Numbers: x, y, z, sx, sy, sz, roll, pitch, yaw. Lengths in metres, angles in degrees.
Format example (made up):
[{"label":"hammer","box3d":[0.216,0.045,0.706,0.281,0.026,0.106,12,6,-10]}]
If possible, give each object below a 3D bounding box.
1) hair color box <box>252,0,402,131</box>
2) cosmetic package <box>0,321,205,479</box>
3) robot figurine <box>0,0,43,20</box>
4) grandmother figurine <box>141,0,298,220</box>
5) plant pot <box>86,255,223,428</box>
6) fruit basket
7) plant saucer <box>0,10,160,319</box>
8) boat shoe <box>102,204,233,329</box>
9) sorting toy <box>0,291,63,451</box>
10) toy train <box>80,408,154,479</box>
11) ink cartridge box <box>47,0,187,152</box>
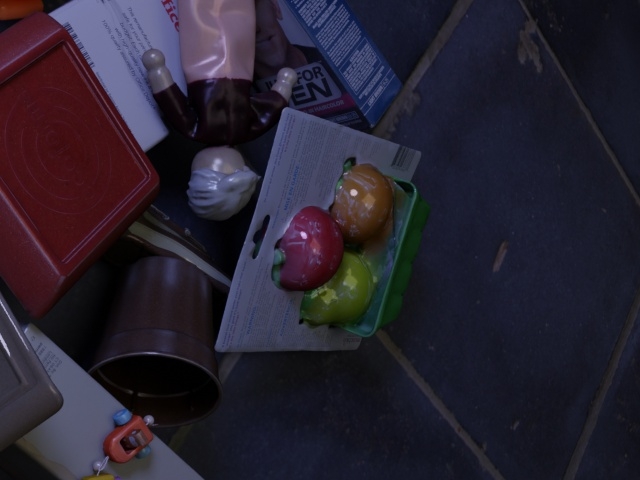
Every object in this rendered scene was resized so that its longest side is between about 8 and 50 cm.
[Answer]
[{"label":"hair color box","box3d":[-0.052,-0.309,1.401,0.347,0.173,0.105,52,55,-25]},{"label":"cosmetic package","box3d":[-0.292,0.232,1.120,0.309,0.160,0.113,50,56,-26]},{"label":"robot figurine","box3d":[-0.364,-0.352,1.148,0.219,0.128,0.158,-22,92,-41]},{"label":"grandmother figurine","box3d":[-0.125,-0.196,1.222,0.207,0.104,0.343,0,90,-19]},{"label":"plant pot","box3d":[-0.200,0.120,1.205,0.167,0.167,0.165,36,37,-34]},{"label":"fruit basket","box3d":[0.000,0.000,1.370,0.353,0.165,0.327,9,99,-50]},{"label":"plant saucer","box3d":[-0.288,-0.093,1.040,0.258,0.047,0.259,60,37,-21]},{"label":"boat shoe","box3d":[-0.182,0.024,1.298,0.257,0.095,0.095,44,35,-40]},{"label":"sorting toy","box3d":[-0.429,0.149,0.969,0.229,0.307,0.041,56,6,6]},{"label":"toy train","box3d":[-0.199,0.276,1.062,0.125,0.046,0.166,-35,109,-37]},{"label":"ink cartridge box","box3d":[-0.275,-0.203,1.218,0.273,0.114,0.198,-44,115,-38]}]
